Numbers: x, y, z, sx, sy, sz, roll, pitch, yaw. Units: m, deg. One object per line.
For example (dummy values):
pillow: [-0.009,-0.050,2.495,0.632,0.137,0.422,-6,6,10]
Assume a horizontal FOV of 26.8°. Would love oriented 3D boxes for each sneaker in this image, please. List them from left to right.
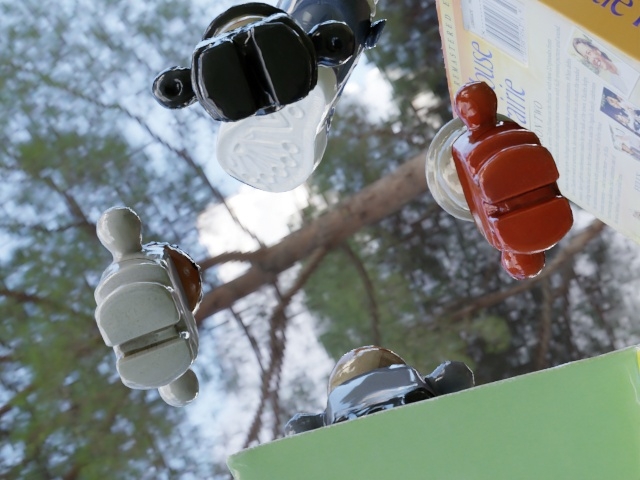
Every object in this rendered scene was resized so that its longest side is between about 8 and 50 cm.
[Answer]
sneaker: [-0.015,-0.217,1.636,0.130,0.323,0.236,25,-117,-3]

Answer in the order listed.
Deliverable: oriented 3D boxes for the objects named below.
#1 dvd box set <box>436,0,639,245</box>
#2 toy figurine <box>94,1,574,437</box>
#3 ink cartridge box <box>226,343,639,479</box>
dvd box set: [0.275,-0.074,1.064,0.420,0.062,0.308,36,167,23]
toy figurine: [0.000,0.000,0.674,0.213,0.210,0.148,22,-171,-8]
ink cartridge box: [0.111,0.101,0.391,0.056,0.235,0.171,-104,-5,-54]
